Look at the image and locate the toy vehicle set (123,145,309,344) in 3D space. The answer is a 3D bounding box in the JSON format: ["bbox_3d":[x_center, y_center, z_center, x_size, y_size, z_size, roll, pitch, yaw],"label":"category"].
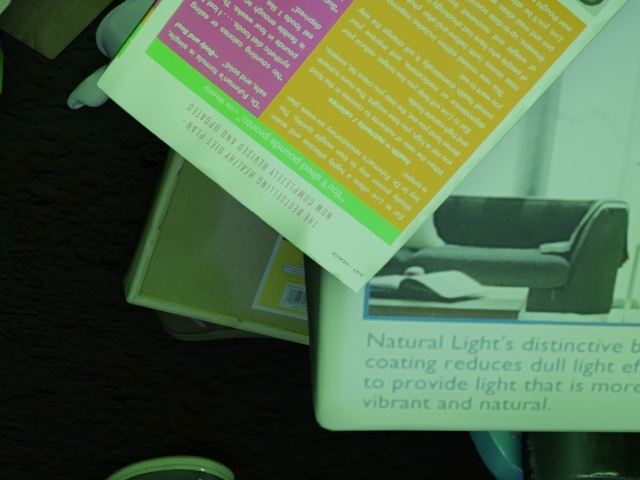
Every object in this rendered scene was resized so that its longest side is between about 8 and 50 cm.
[{"bbox_3d":[0.000,0.000,0.968,0.266,0.035,0.166,15,113,-19],"label":"toy vehicle set"}]

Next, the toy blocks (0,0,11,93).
[{"bbox_3d":[-0.253,-0.247,0.634,0.381,0.191,0.261,32,118,-33],"label":"toy blocks"}]

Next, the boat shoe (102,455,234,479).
[{"bbox_3d":[-0.215,0.305,1.327,0.285,0.092,0.103,-20,137,20],"label":"boat shoe"}]

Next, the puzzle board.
[{"bbox_3d":[-0.177,-0.180,0.818,0.096,0.011,0.128,31,129,-31],"label":"puzzle board"}]

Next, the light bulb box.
[{"bbox_3d":[0.102,-0.171,0.501,0.225,0.358,0.361,1,119,-4],"label":"light bulb box"}]

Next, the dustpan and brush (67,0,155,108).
[{"bbox_3d":[-0.106,-0.124,0.841,0.147,0.060,0.211,-7,158,-46],"label":"dustpan and brush"}]

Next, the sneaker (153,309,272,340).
[{"bbox_3d":[-0.053,0.039,1.040,0.188,0.066,0.071,-12,138,11],"label":"sneaker"}]

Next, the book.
[{"bbox_3d":[0.020,-0.068,0.336,0.096,0.035,0.144,37,113,-14],"label":"book"}]

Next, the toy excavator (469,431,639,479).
[{"bbox_3d":[0.305,0.186,1.154,0.432,0.222,0.445,9,153,-12],"label":"toy excavator"}]
